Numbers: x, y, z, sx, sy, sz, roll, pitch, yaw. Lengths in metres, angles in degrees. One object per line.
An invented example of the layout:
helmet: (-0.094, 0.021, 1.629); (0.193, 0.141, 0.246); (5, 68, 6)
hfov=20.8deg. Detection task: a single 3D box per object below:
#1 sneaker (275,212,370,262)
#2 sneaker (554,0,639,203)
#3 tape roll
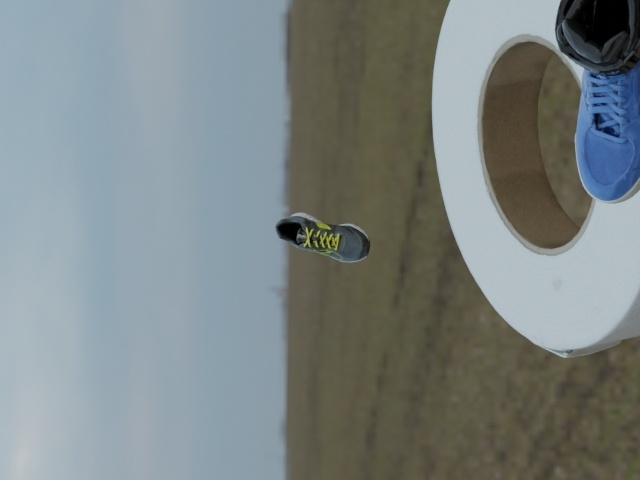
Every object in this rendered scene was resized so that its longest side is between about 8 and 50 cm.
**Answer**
sneaker: (0.000, 0.000, 1.374); (0.035, 0.083, 0.031); (-10, -70, -55)
sneaker: (0.165, -0.095, 1.012); (0.084, 0.058, 0.152); (-8, -66, -54)
tape roll: (0.227, -0.090, 1.625); (0.392, 0.072, 0.392); (36, 131, 56)
